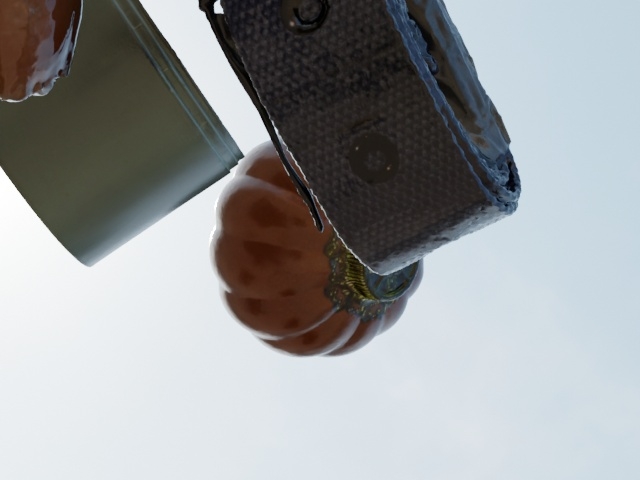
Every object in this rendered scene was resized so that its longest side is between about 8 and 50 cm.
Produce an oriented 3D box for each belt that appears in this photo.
[{"bbox_3d":[0.019,-0.096,1.037,0.126,0.139,0.230,-26,-85,19],"label":"belt"}]

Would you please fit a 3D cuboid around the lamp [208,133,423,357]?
[{"bbox_3d":[0.000,0.000,1.612,0.196,0.223,0.223,17,-53,47],"label":"lamp"}]

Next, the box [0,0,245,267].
[{"bbox_3d":[-0.180,-0.113,1.349,0.226,0.149,0.226,56,-1,1],"label":"box"}]

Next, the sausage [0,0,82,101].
[{"bbox_3d":[-0.186,-0.255,0.825,0.094,0.094,0.419,-121,-161,-52],"label":"sausage"}]
